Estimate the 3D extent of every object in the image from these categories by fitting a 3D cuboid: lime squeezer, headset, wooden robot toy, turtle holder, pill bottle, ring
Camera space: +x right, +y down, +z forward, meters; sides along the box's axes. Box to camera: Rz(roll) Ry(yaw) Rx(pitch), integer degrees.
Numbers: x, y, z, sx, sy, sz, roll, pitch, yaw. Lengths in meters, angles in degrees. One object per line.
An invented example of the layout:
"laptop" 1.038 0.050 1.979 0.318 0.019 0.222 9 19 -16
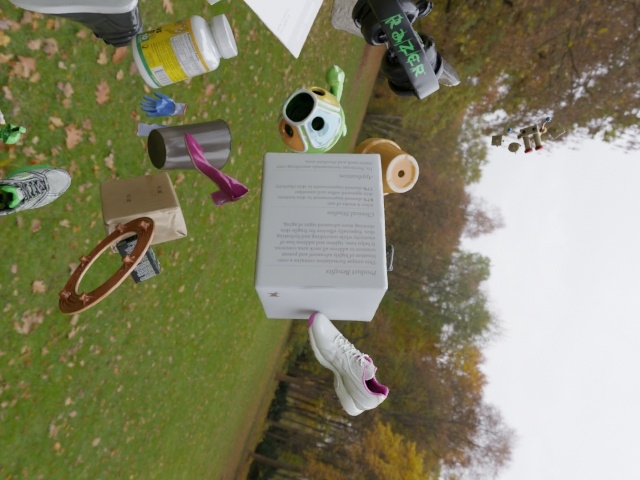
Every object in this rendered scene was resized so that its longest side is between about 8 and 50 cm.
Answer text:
"lime squeezer" -0.897 -0.296 1.226 0.110 0.310 0.058 -39 139 -74
"headset" 0.193 -0.456 0.992 0.185 0.243 0.394 -29 -157 16
"wooden robot toy" 0.539 -0.263 1.177 0.079 0.173 0.076 -12 91 -56
"turtle holder" -0.016 -0.470 1.701 0.243 0.320 0.227 66 11 15
"pill bottle" -0.297 -0.424 1.008 0.117 0.208 0.117 -16 90 -86
"ring" -0.588 0.054 1.239 0.032 0.337 0.336 52 41 -35

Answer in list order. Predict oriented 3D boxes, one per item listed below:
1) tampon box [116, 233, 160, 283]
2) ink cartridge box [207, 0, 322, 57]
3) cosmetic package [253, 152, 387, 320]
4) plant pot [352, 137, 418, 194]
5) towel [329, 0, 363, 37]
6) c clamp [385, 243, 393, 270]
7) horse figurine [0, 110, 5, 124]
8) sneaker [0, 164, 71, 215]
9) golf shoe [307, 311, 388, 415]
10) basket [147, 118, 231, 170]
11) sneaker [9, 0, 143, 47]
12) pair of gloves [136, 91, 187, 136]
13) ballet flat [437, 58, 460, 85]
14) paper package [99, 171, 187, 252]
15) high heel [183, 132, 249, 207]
"tampon box" -0.699 0.064 1.758 0.161 0.101 0.120 70 -13 -17
"ink cartridge box" -0.084 -0.459 0.650 0.261 0.066 0.296 37 68 -44
"cosmetic package" 0.000 0.000 1.300 0.327 0.329 0.393 93 -1 -67
"plant pot" 0.232 -0.245 1.571 0.188 0.205 0.205 33 -72 61
"towel" 0.132 -0.730 1.336 0.282 0.187 0.049 104 9 -59
"c clamp" 0.224 0.089 1.580 0.160 0.022 0.137 116 -16 -65
"horse figurine" -0.821 -0.362 1.086 0.066 0.263 0.174 -22 115 -35
"sneaker" -0.915 -0.139 1.386 0.343 0.146 0.134 -41 128 -50
"golf shoe" 0.076 0.324 1.247 0.140 0.306 0.115 -27 -176 31
"basket" -0.440 -0.311 1.514 0.227 0.154 0.204 -15 157 -44
"sneaker" -0.557 -0.524 1.059 0.147 0.296 0.104 101 -7 -73
"pair of gloves" -0.559 -0.422 1.598 0.023 0.159 0.198 130 -32 -78
"ballet flat" 0.295 -0.476 1.258 0.058 0.250 0.084 -43 -124 42
"paper package" -0.764 -0.128 1.950 0.325 0.310 0.168 -127 -149 -46
"high heel" -0.318 -0.227 1.382 0.244 0.117 0.082 64 -10 -9
